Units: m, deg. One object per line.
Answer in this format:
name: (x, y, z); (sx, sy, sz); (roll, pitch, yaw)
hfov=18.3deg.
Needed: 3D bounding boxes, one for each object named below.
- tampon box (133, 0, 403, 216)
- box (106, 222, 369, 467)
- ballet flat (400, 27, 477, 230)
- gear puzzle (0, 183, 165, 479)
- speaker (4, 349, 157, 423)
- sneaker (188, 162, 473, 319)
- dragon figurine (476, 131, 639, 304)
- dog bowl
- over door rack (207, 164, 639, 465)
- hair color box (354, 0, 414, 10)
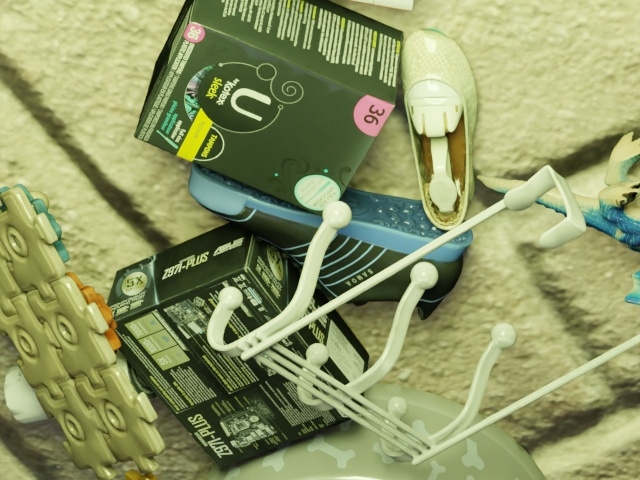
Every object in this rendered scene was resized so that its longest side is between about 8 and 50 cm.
tampon box: (-0.037, -0.114, 1.467); (0.161, 0.101, 0.120); (22, 129, -10)
box: (-0.068, 0.085, 1.646); (0.147, 0.077, 0.180); (-23, 122, 24)
ballet flat: (0.094, -0.081, 1.509); (0.057, 0.052, 0.168); (-4, 127, 11)
gear puzzle: (-0.180, 0.109, 1.601); (0.175, 0.044, 0.339); (-20, 101, 57)
speaker: (-0.202, 0.121, 1.694); (0.136, 0.055, 0.055); (-13, 126, 30)
sneaker: (0.000, 0.000, 1.567); (0.232, 0.081, 0.090); (17, 121, -8)
dragon figurine: (0.270, -0.004, 1.525); (0.289, 0.085, 0.144); (-7, 127, 11)
dog bowl: (0.039, 0.288, 1.780); (0.348, 0.102, 0.349); (4, 129, 5)
over door rack: (0.113, 0.050, 1.484); (0.324, 0.108, 0.239); (-22, 141, 33)
hair color box: (0.004, -0.215, 1.420); (0.141, 0.043, 0.072); (11, 129, 0)
